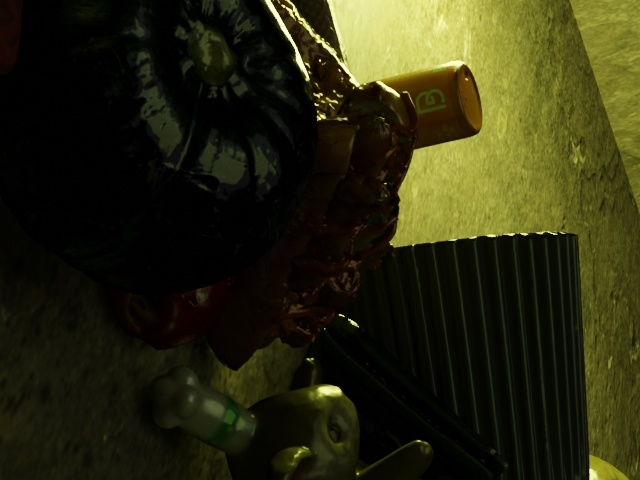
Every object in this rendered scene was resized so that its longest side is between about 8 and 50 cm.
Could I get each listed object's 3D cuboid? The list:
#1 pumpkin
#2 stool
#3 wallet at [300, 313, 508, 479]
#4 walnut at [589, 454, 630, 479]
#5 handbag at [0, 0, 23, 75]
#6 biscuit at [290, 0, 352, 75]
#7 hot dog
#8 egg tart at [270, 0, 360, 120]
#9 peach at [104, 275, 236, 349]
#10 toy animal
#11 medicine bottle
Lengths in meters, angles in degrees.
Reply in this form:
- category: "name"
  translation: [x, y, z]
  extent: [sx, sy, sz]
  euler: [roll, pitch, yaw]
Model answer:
- category: "pumpkin"
  translation: [-0.151, -0.103, 1.284]
  extent: [0.315, 0.238, 0.315]
  euler: [31, 45, -37]
- category: "stool"
  translation: [0.171, 0.169, 1.852]
  extent: [0.297, 0.297, 0.330]
  euler: [4, 79, -67]
- category: "wallet"
  translation: [0.078, 0.191, 1.668]
  extent: [0.236, 0.160, 0.055]
  euler: [43, 64, 8]
- category: "walnut"
  translation: [0.339, 0.445, 2.131]
  extent: [0.282, 0.253, 0.277]
  euler: [51, 27, -45]
- category: "handbag"
  translation: [-0.292, -0.205, 1.120]
  extent: [0.146, 0.135, 0.225]
  euler: [46, 34, -51]
- category: "biscuit"
  translation: [-0.036, -0.245, 1.786]
  extent: [0.062, 0.108, 0.239]
  euler: [-58, 133, -80]
- category: "hot dog"
  translation: [0.000, 0.000, 1.490]
  extent: [0.117, 0.349, 0.158]
  euler: [41, 46, 11]
- category: "egg tart"
  translation: [-0.045, -0.147, 1.633]
  extent: [0.290, 0.115, 0.290]
  euler: [44, 18, -19]
- category: "peach"
  translation: [-0.131, 0.016, 1.441]
  extent: [0.127, 0.092, 0.172]
  euler: [58, 31, -33]
- category: "toy animal"
  translation: [-0.003, 0.210, 1.521]
  extent: [0.180, 0.181, 0.363]
  euler: [-50, 141, -18]
- category: "medicine bottle"
  translation: [0.096, -0.156, 1.945]
  extent: [0.096, 0.192, 0.096]
  euler: [-11, 90, -69]
